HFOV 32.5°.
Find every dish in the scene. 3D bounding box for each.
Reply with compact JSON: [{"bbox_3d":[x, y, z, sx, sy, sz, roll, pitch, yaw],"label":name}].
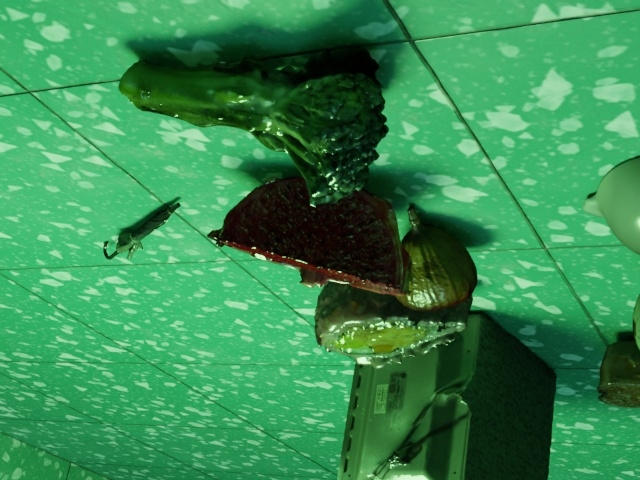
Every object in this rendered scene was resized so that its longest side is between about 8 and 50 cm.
[{"bbox_3d":[0.435,-0.014,1.277,0.228,0.086,0.236,23,154,-28],"label":"dish"}]

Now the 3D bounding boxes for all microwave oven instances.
[{"bbox_3d":[0.206,0.373,1.823,0.236,0.432,0.374,-8,152,35],"label":"microwave oven"}]

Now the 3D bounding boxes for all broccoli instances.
[{"bbox_3d":[-0.075,-0.138,1.170,0.304,0.145,0.165,16,155,18],"label":"broccoli"}]

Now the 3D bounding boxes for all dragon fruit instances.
[{"bbox_3d":[0.004,-0.009,1.440,0.274,0.126,0.161,14,168,15],"label":"dragon fruit"}]

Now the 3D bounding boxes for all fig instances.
[{"bbox_3d":[0.143,0.021,1.498,0.119,0.153,0.119,-21,-174,2],"label":"fig"}]

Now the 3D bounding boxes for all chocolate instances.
[{"bbox_3d":[0.548,0.209,1.736,0.214,0.093,0.148,0,153,21],"label":"chocolate"}]

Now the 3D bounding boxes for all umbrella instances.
[{"bbox_3d":[-0.266,-0.005,1.644,0.044,0.044,0.269,-12,173,-36],"label":"umbrella"}]

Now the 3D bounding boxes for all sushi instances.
[{"bbox_3d":[0.096,0.107,1.669,0.161,0.107,0.241,28,143,-37],"label":"sushi"}]

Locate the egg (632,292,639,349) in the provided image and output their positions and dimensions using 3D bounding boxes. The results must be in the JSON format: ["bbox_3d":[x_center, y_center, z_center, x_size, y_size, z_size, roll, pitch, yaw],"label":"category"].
[{"bbox_3d":[0.509,0.093,1.394,0.169,0.169,0.231,27,141,-34],"label":"egg"}]
